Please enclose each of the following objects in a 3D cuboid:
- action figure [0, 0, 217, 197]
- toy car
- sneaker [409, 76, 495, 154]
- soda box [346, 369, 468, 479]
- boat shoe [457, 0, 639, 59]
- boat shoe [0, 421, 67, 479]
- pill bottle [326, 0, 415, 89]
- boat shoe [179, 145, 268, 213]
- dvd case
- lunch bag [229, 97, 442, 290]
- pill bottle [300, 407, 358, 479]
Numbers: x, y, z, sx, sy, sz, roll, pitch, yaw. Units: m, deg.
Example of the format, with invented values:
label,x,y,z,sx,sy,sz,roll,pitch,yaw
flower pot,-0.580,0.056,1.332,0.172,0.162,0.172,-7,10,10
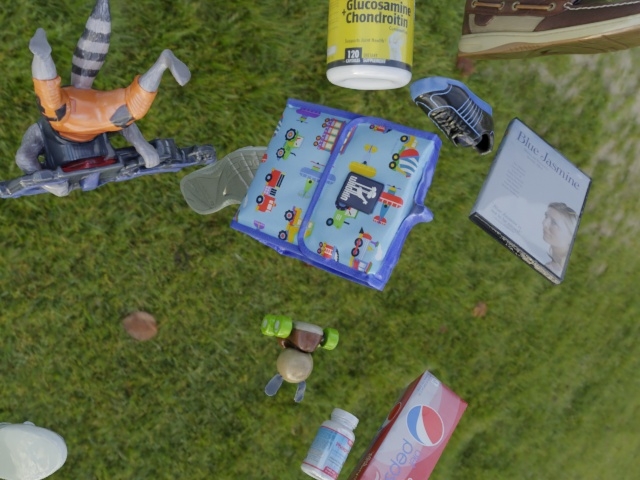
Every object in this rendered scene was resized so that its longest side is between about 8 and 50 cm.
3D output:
label,x,y,z,sx,sy,sz,roll,pitch,yaw
action figure,-0.308,-0.185,1.093,0.341,0.179,0.330,-12,163,-36
toy car,-0.066,0.285,1.762,0.155,0.149,0.188,18,79,-24
sneaker,0.252,-0.227,1.362,0.232,0.081,0.091,13,66,-42
soda box,0.122,0.328,1.126,0.263,0.092,0.083,-49,177,-40
boat shoe,0.351,-0.341,1.090,0.123,0.342,0.123,-4,98,-39
boat shoe,-0.433,0.281,1.018,0.081,0.227,0.079,-36,115,-67
pill bottle,0.061,-0.279,0.879,0.103,0.103,0.184,0,93,-39
boat shoe,-0.140,-0.124,1.415,0.103,0.320,0.118,-41,110,-42
dvd case,0.350,-0.070,1.203,0.180,0.022,0.253,36,52,-7
lunch bag,0.043,-0.062,1.070,0.138,0.293,0.221,29,83,-47
pill bottle,0.026,0.477,1.718,0.087,0.087,0.160,50,61,-43
